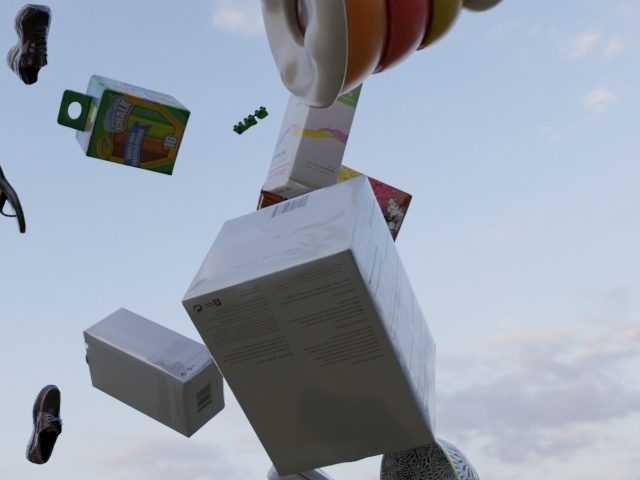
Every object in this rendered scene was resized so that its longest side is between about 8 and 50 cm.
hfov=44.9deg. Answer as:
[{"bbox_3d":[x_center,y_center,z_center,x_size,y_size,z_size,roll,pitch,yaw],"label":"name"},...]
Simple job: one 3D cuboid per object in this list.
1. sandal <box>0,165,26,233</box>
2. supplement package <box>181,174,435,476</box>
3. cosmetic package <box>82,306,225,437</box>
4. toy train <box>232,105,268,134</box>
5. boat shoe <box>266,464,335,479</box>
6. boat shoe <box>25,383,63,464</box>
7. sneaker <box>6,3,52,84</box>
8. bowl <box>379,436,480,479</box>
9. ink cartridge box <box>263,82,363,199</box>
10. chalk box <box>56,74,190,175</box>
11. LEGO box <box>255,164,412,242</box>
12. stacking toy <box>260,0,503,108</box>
[{"bbox_3d":[-0.731,-0.106,1.766,0.060,0.219,0.090,-27,-4,-23],"label":"sandal"},{"bbox_3d":[0.003,0.100,0.923,0.199,0.198,0.263,-17,-66,17],"label":"supplement package"},{"bbox_3d":[-0.443,0.344,2.056,0.365,0.155,0.197,21,-54,28],"label":"cosmetic package"},{"bbox_3d":[-0.144,-0.248,1.607,0.083,0.017,0.024,-35,-53,5],"label":"toy train"},{"bbox_3d":[-0.020,0.527,1.644,0.084,0.095,0.258,-49,-60,-7],"label":"boat shoe"},{"bbox_3d":[-0.631,0.430,1.803,0.066,0.183,0.066,1,-9,42],"label":"boat shoe"},{"bbox_3d":[-0.557,-0.380,1.519,0.072,0.077,0.178,-19,-25,-40],"label":"sneaker"},{"bbox_3d":[0.160,0.331,1.031,0.080,0.170,0.170,-2,-26,-34],"label":"bowl"},{"bbox_3d":[-0.031,-0.211,1.842,0.119,0.353,0.207,18,-11,-19],"label":"ink cartridge box"},{"bbox_3d":[-0.506,-0.298,1.949,0.289,0.179,0.180,10,-73,-31],"label":"chalk box"},{"bbox_3d":[0.000,0.000,2.213,0.372,0.193,0.500,24,-32,2],"label":"LEGO box"},{"bbox_3d":[0.147,-0.462,1.471,0.480,0.351,0.350,-15,-25,-19],"label":"stacking toy"}]
